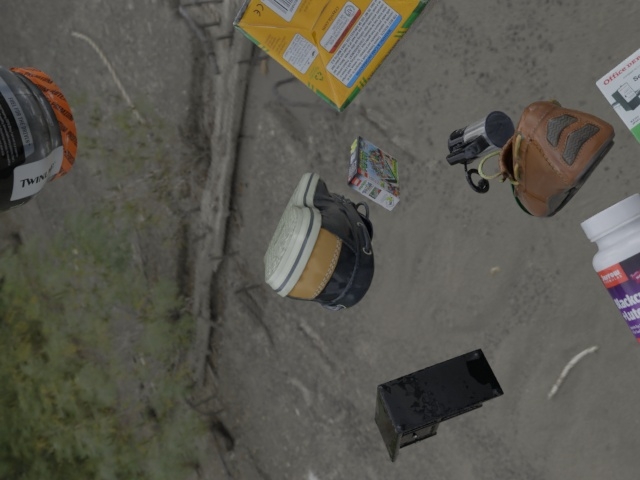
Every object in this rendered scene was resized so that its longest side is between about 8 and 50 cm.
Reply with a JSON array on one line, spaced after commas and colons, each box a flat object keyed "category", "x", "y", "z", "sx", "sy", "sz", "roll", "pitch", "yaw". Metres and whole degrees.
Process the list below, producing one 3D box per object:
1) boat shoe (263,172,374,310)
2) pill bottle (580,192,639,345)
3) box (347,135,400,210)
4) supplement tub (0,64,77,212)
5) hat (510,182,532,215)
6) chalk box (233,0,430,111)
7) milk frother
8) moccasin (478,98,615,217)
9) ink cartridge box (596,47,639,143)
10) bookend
[{"category": "boat shoe", "x": 0.000, "y": 0.000, "z": 1.213, "sx": 0.500, "sy": 0.156, "sz": 0.187, "roll": -104, "pitch": 39, "yaw": -77}, {"category": "pill bottle", "x": 0.411, "y": 0.043, "z": 0.861, "sx": 0.193, "sy": 0.108, "sz": 0.108, "roll": 62, "pitch": 151, "yaw": 11}, {"category": "box", "x": 0.118, "y": -0.152, "z": 1.526, "sx": 0.036, "sy": 0.114, "sz": 0.207, "roll": -53, "pitch": 15, "yaw": 28}, {"category": "supplement tub", "x": -0.462, "y": -0.105, "z": 0.808, "sx": 0.193, "sy": 0.316, "sz": 0.194, "roll": 16, "pitch": 118, "yaw": 32}, {"category": "hat", "x": 0.496, "y": -0.127, "z": 1.363, "sx": 0.183, "sy": 0.208, "sz": 0.173, "roll": 9, "pitch": 108, "yaw": 56}, {"category": "chalk box", "x": 0.054, "y": -0.328, "z": 0.904, "sx": 0.179, "sy": 0.289, "sz": 0.180, "roll": 39, "pitch": 128, "yaw": -1}, {"category": "milk frother", "x": 0.365, "y": -0.190, "z": 1.522, "sx": 0.143, "sy": 0.129, "sz": 0.134, "roll": 38, "pitch": 158, "yaw": -15}, {"category": "moccasin", "x": 0.334, "y": -0.122, "z": 1.054, "sx": 0.147, "sy": 0.380, "sz": 0.139, "roll": 39, "pitch": 99, "yaw": 14}, {"category": "ink cartridge box", "x": 0.748, "y": -0.322, "z": 1.559, "sx": 0.153, "sy": 0.087, "sz": 0.208, "roll": -40, "pitch": 53, "yaw": 28}, {"category": "bookend", "x": 0.163, "y": 0.240, "z": 0.995, "sx": 0.157, "sy": 0.156, "sz": 0.072, "roll": 87, "pitch": 163, "yaw": -59}]
